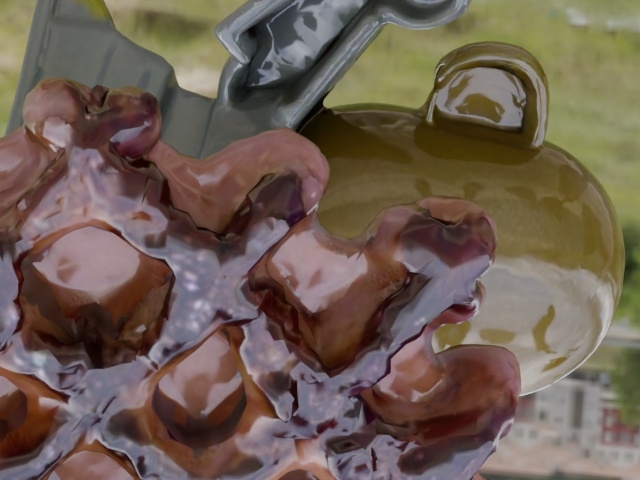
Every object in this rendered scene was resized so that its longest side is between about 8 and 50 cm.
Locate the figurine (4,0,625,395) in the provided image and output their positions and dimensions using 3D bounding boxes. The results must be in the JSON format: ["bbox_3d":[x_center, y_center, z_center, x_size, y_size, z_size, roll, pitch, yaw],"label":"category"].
[{"bbox_3d":[0.000,0.002,0.720,0.285,0.167,0.342,6,137,8],"label":"figurine"}]

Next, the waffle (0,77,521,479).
[{"bbox_3d":[-0.054,0.077,0.349,0.221,0.234,0.055,-3,-159,-13],"label":"waffle"}]
